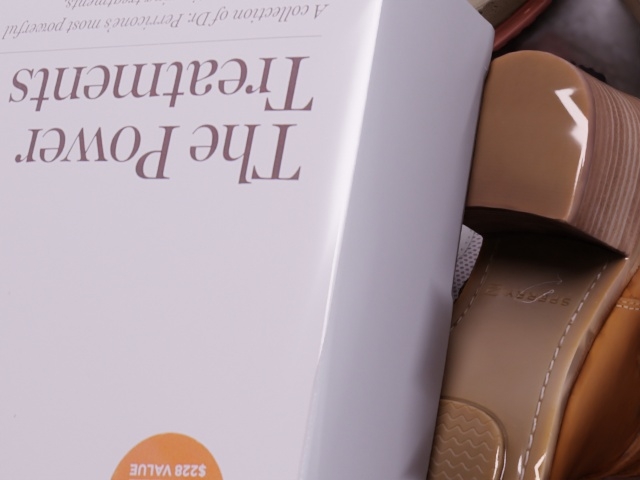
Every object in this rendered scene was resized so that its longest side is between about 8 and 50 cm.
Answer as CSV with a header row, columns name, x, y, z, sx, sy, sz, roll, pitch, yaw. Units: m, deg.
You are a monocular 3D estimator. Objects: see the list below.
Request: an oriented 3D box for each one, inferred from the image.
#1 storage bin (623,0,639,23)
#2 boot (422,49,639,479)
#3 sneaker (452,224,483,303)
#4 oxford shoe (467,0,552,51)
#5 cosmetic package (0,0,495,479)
name,x,y,z,sx,sy,sz,roll,pitch,yaw
storage bin,0.294,-0.103,0.678,0.260,0.123,0.262,-35,76,8
boot,0.093,0.078,0.658,0.109,0.220,0.283,10,81,34
sneaker,0.000,0.000,0.744,0.252,0.111,0.103,-11,80,12
oxford shoe,0.088,-0.208,0.721,0.397,0.146,0.140,-47,76,14
cosmetic package,-0.136,0.039,0.615,0.377,0.097,0.284,1,75,31
